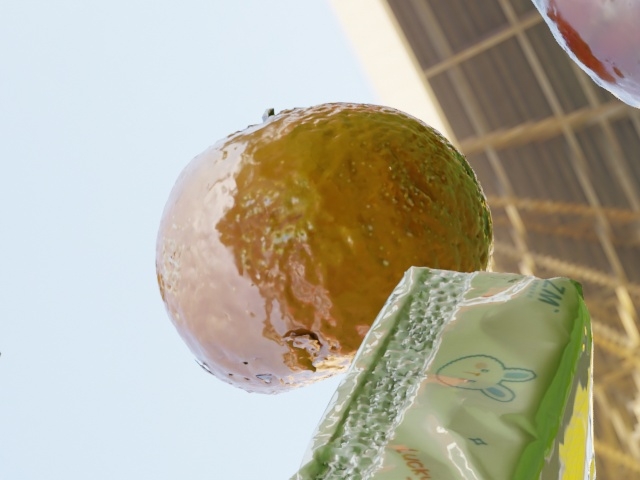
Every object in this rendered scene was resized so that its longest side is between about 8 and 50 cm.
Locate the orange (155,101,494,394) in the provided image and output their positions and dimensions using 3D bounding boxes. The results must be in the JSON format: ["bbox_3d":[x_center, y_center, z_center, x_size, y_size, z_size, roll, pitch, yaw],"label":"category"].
[{"bbox_3d":[0.000,0.000,1.100,0.193,0.193,0.161,-20,-84,-65],"label":"orange"}]

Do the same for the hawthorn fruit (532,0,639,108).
[{"bbox_3d":[0.212,-0.177,0.922,0.300,0.275,0.275,-17,-99,-34],"label":"hawthorn fruit"}]

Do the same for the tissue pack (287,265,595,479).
[{"bbox_3d":[0.052,0.114,0.751,0.196,0.092,0.148,-54,-36,-61],"label":"tissue pack"}]
